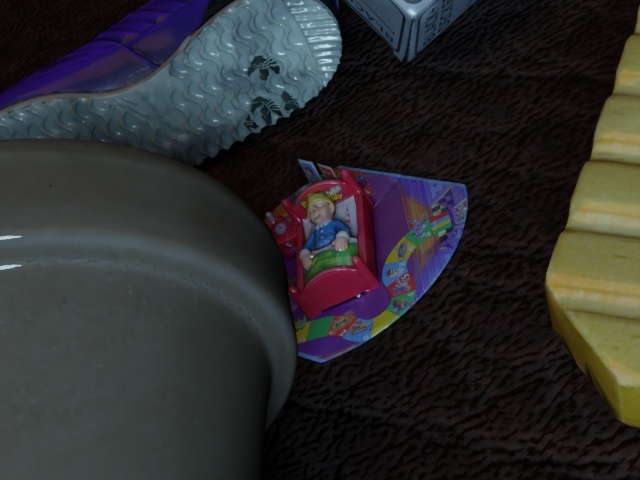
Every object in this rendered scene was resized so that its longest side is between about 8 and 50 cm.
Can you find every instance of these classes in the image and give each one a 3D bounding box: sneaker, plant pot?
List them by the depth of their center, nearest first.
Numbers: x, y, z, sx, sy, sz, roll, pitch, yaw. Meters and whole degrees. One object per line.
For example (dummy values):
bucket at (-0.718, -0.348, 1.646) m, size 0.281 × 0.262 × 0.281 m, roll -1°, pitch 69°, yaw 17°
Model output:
plant pot at (-0.128, 0.123, 0.708) m, size 0.263 × 0.263 × 0.229 m, roll -25°, pitch 53°, yaw 19°
sneaker at (-0.114, -0.113, 1.103) m, size 0.293 × 0.102 × 0.146 m, roll -22°, pitch 32°, yaw 16°

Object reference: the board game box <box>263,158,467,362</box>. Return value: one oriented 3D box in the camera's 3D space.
board game box at (0.000, 0.000, 0.900) m, size 0.169 × 0.033 × 0.133 m, roll 12°, pitch 57°, yaw 51°

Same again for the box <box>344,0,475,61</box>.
box at (0.102, -0.273, 1.006) m, size 0.290 × 0.169 × 0.087 m, roll -42°, pitch -8°, yaw -7°

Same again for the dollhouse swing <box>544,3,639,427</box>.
dollhouse swing at (0.264, -0.099, 0.507) m, size 0.305 × 0.315 × 0.347 m, roll 18°, pitch 54°, yaw 11°
